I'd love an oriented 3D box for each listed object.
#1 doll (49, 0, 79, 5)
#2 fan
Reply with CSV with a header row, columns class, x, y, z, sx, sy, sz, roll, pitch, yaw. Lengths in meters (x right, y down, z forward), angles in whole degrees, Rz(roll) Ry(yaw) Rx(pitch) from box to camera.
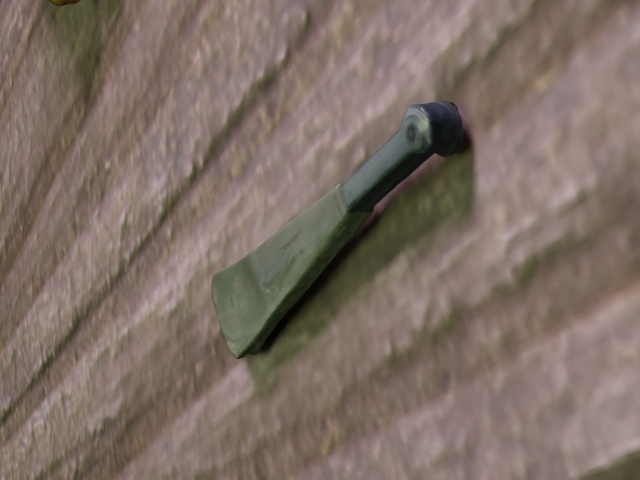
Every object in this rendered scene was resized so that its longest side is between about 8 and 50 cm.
class,x,y,z,sx,sy,sz,roll,pitch,yaw
doll,-0.165,-0.210,0.667,0.179,0.089,0.102,54,147,7
fan,0.000,0.000,0.444,0.193,0.016,0.038,-42,60,59
